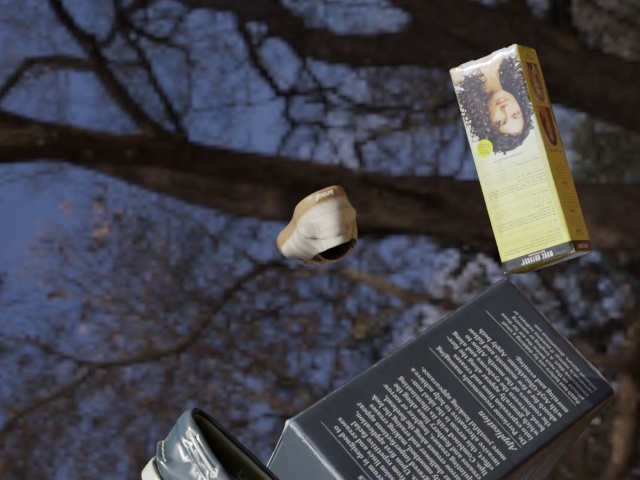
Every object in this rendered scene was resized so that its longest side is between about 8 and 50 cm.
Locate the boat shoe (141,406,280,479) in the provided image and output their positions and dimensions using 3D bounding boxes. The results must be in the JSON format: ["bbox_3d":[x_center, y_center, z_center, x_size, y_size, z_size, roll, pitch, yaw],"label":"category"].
[{"bbox_3d":[-0.030,0.233,1.256,0.079,0.254,0.095,-58,-23,16],"label":"boat shoe"}]

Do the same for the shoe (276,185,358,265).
[{"bbox_3d":[0.000,0.000,1.650,0.058,0.077,0.219,61,171,9],"label":"shoe"}]

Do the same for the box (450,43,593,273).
[{"bbox_3d":[0.213,-0.086,1.664,0.058,0.087,0.232,-1,-107,-59],"label":"box"}]

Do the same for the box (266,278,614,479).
[{"bbox_3d":[0.126,0.278,1.961,0.395,0.212,0.293,-30,-21,-34],"label":"box"}]
